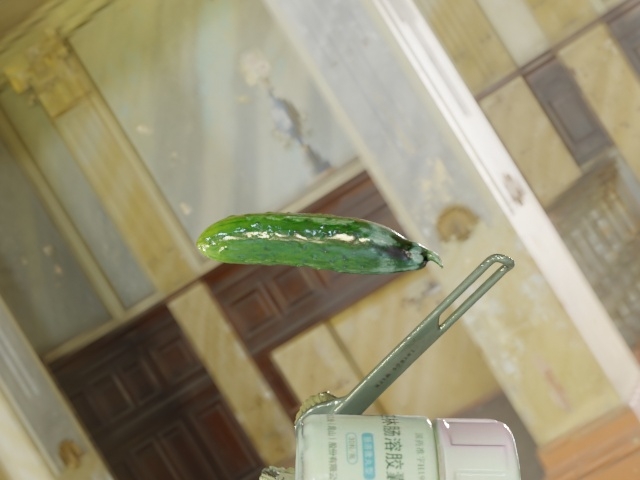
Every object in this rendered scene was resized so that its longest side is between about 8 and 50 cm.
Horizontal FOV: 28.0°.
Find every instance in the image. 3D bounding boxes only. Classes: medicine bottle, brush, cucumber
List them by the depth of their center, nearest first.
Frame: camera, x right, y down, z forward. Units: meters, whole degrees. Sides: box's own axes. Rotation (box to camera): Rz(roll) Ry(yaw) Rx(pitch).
[{"bbox_3d":[0.000,0.000,0.797,0.155,0.037,0.037,5,2,5],"label":"cucumber"},{"bbox_3d":[0.064,0.203,1.004,0.168,0.135,0.135,2,-3,-2],"label":"medicine bottle"},{"bbox_3d":[0.071,0.095,1.099,0.266,0.062,0.027,-46,35,25],"label":"brush"}]

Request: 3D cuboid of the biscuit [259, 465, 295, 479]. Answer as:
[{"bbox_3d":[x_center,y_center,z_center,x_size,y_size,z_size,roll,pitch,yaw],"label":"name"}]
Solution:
[{"bbox_3d":[0.032,0.250,1.203,0.147,0.046,0.250,10,-7,-13],"label":"biscuit"}]
